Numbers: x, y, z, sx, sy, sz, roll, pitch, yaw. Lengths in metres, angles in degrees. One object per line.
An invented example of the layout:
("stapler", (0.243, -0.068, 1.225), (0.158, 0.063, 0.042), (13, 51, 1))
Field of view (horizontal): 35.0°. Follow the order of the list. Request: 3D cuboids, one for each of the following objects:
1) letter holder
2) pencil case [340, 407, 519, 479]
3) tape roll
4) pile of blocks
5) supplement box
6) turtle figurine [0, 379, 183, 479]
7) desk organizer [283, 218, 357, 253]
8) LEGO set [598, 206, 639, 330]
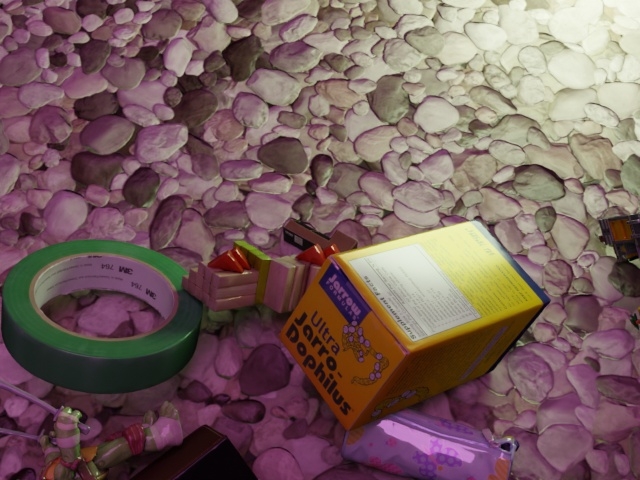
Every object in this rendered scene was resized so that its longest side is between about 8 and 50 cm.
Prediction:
("letter holder", (-0.241, 0.435, 1.537), (0.302, 0.214, 0.152), (-36, 97, -16))
("pencil case", (0.168, 0.325, 1.593), (0.273, 0.124, 0.113), (15, 61, 10))
("tape roll", (-0.356, 0.117, 1.666), (0.321, 0.077, 0.321), (9, 32, -6))
("pile of blocks", (-0.046, 0.047, 1.717), (0.362, 0.112, 0.149), (5, 21, -19))
("supplement box", (0.150, 0.122, 1.585), (0.356, 0.195, 0.194), (-12, 54, -43))
("turtle figurine", (-0.368, 0.288, 1.550), (0.266, 0.197, 0.274), (-13, 46, -34))
("desk organizer", (0.000, 0.000, 1.829), (0.130, 0.047, 0.050), (29, 62, 16))
("LEGO set", (0.643, 0.021, 1.764), (0.331, 0.192, 0.255), (-25, 92, -9))
